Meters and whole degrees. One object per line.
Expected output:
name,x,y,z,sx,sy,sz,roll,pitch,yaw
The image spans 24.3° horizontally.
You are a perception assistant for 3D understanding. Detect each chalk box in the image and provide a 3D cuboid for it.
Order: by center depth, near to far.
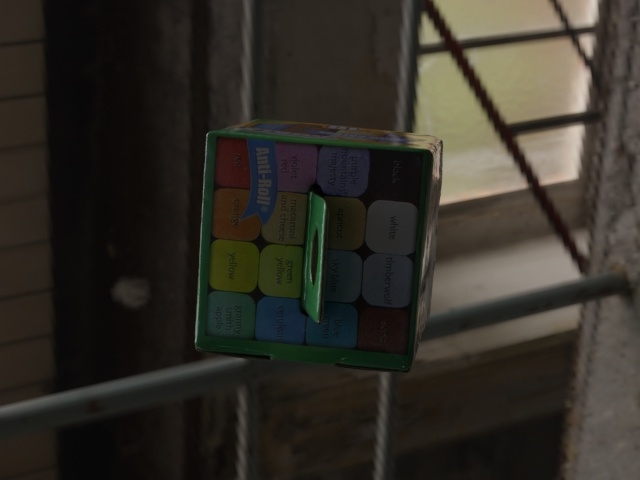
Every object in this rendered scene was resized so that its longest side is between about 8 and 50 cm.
chalk box,0.000,0.000,1.210,0.289,0.179,0.180,-37,-48,-80
